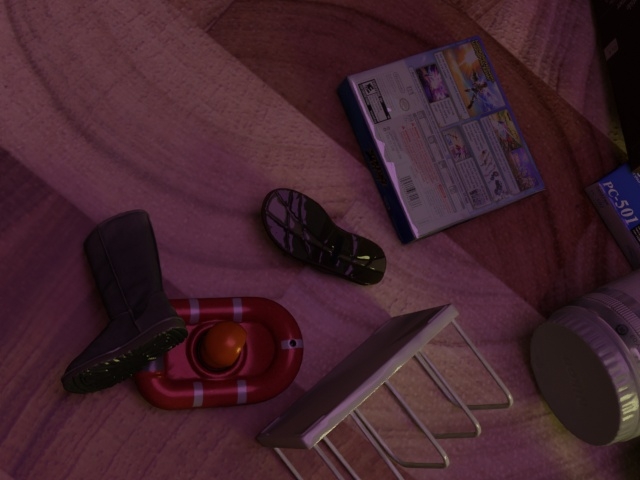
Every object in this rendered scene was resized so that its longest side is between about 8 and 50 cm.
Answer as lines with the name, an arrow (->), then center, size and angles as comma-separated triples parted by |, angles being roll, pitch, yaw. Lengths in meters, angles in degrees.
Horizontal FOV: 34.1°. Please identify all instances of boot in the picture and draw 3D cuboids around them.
boot -> -0.278, 0.076, 1.368 | 0.189, 0.076, 0.208 | -28, 61, -4

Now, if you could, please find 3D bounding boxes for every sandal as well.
sandal -> 0.000, 0.000, 1.524 | 0.219, 0.060, 0.090 | 26, 76, -26

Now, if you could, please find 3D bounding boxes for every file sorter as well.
file sorter -> 0.091, 0.245, 1.423 | 0.277, 0.193, 0.173 | -38, 94, -22

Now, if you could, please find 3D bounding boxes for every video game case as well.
video game case -> 0.187, -0.158, 1.617 | 0.244, 0.061, 0.270 | -20, 85, -20

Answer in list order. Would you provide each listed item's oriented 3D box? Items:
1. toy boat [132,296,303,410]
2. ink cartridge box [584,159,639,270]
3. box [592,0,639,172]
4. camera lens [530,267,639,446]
toy boat -> -0.132, 0.144, 1.391 | 0.231, 0.151, 0.151 | -1, 78, -18
ink cartridge box -> 0.529, -0.024, 1.708 | 0.097, 0.046, 0.207 | -31, 88, -23
box -> 0.568, -0.316, 1.691 | 0.143, 0.191, 0.382 | -2, 69, -19
camera lens -> 0.482, 0.160, 1.555 | 0.274, 0.219, 0.219 | -22, 85, -22
